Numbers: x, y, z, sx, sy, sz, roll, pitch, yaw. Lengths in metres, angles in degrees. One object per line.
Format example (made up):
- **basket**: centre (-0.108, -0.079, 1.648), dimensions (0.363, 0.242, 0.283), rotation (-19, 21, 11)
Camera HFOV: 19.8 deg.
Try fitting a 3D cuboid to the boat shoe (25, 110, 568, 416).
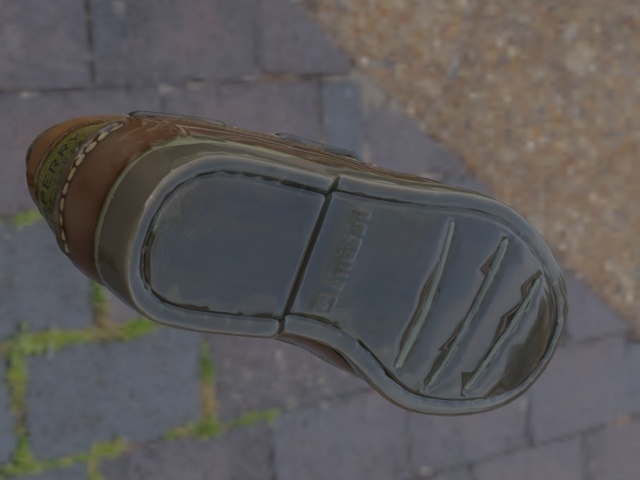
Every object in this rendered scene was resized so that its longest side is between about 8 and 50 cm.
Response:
- **boat shoe**: centre (0.000, 0.000, 0.860), dimensions (0.307, 0.104, 0.110), rotation (24, 95, -46)
